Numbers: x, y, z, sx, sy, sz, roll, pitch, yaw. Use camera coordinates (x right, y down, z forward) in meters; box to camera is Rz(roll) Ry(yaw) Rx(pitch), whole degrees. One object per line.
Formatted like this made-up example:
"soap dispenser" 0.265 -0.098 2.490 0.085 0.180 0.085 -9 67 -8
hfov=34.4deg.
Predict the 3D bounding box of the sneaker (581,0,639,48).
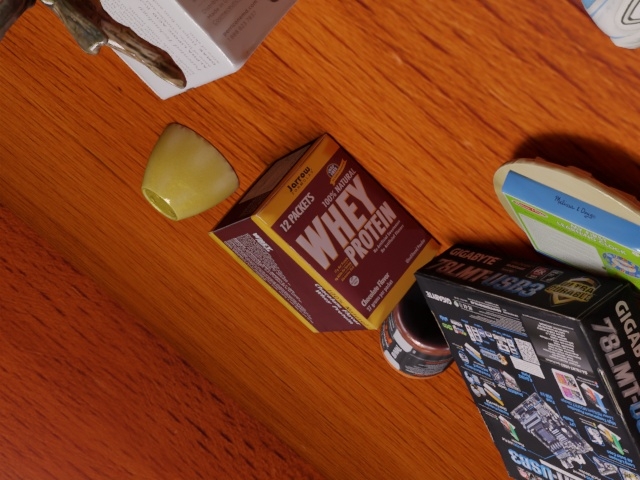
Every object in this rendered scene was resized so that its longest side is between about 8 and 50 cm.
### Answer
"sneaker" 0.213 -0.171 0.539 0.086 0.085 0.237 50 156 -8

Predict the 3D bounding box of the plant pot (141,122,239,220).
"plant pot" -0.197 -0.085 1.461 0.134 0.095 0.134 35 161 14

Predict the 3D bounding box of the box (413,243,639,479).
"box" 0.247 0.157 1.065 0.293 0.073 0.295 61 162 -17

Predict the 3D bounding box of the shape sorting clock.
"shape sorting clock" 0.242 -0.006 0.909 0.206 0.040 0.206 34 172 5

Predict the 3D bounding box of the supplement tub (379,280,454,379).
"supplement tub" 0.129 0.113 1.286 0.106 0.106 0.198 36 160 9

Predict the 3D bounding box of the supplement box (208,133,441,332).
"supplement box" 0.000 0.000 1.236 0.191 0.129 0.194 44 161 -12

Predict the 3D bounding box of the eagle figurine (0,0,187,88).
"eagle figurine" -0.144 -0.276 0.654 0.226 0.225 0.298 9 133 -29

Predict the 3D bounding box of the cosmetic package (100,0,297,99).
"cosmetic package" -0.111 -0.234 0.886 0.151 0.151 0.184 46 161 -19
